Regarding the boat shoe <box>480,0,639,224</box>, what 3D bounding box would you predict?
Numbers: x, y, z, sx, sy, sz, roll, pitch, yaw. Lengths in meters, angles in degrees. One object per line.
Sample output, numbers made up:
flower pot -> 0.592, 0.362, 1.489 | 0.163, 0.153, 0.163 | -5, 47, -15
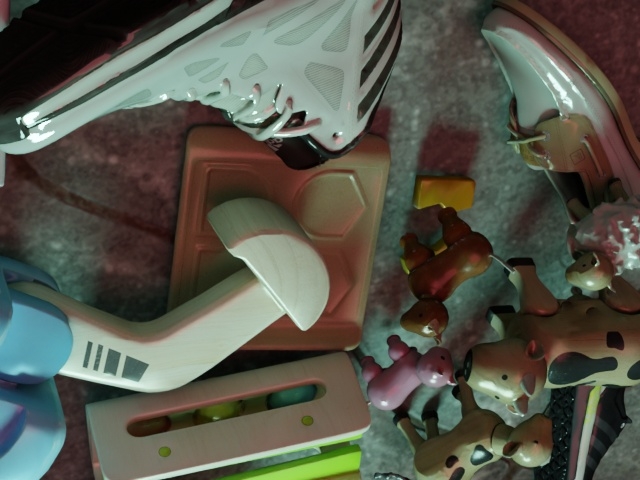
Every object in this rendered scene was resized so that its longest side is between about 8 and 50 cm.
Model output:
boat shoe -> 0.246, -0.114, 1.454 | 0.103, 0.113, 0.302 | -45, 119, -2

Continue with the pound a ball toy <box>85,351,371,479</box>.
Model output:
pound a ball toy -> -0.122, 0.230, 1.495 | 0.319, 0.136, 0.208 | -11, 140, -13

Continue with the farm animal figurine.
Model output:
farm animal figurine -> 0.208, 0.125, 1.461 | 0.326, 0.172, 0.330 | -14, 133, -9

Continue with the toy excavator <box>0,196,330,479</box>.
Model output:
toy excavator -> -0.267, 0.104, 1.336 | 0.445, 0.222, 0.433 | 22, 106, -30

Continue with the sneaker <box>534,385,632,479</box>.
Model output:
sneaker -> 0.312, 0.223, 1.636 | 0.097, 0.084, 0.235 | 0, 112, -19

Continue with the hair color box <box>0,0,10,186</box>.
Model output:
hair color box -> -0.349, -0.222, 1.202 | 0.174, 0.105, 0.347 | -1, 108, -20

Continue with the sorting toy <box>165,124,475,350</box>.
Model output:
sorting toy -> 0.000, 0.000, 1.471 | 0.307, 0.041, 0.229 | 2, 107, -18

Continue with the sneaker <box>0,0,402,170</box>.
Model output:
sneaker -> -0.079, -0.136, 1.258 | 0.447, 0.169, 0.257 | -36, 125, -27
